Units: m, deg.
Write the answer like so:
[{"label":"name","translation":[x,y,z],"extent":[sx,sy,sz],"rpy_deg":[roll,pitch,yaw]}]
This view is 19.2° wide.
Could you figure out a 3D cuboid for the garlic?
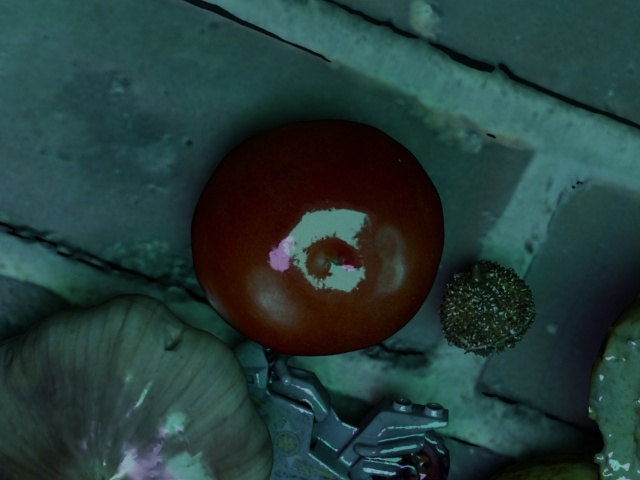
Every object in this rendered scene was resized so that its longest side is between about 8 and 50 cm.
[{"label":"garlic","translation":[-0.155,0.184,1.390],"extent":[0.245,0.253,0.245],"rpy_deg":[3,119,5]}]

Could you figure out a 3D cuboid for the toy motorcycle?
[{"label":"toy motorcycle","translation":[0.001,0.139,1.506],"extent":[0.215,0.080,0.122],"rpy_deg":[9,111,1]}]

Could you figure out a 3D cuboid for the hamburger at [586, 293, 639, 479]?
[{"label":"hamburger","translation":[0.381,0.162,1.504],"extent":[0.277,0.195,0.318],"rpy_deg":[-23,103,-35]}]

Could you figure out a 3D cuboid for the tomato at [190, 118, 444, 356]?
[{"label":"tomato","translation":[0.000,0.000,1.441],"extent":[0.195,0.136,0.195],"rpy_deg":[-3,106,-11]}]

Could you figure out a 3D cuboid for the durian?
[{"label":"durian","translation":[0.133,0.051,1.514],"extent":[0.080,0.080,0.091],"rpy_deg":[-16,128,-8]}]

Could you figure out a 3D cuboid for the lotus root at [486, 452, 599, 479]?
[{"label":"lotus root","translation":[0.143,0.249,1.559],"extent":[0.258,0.097,0.110],"rpy_deg":[-30,139,0]}]
